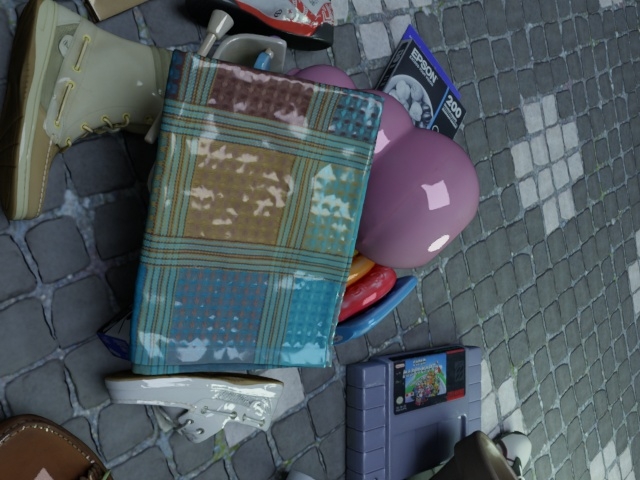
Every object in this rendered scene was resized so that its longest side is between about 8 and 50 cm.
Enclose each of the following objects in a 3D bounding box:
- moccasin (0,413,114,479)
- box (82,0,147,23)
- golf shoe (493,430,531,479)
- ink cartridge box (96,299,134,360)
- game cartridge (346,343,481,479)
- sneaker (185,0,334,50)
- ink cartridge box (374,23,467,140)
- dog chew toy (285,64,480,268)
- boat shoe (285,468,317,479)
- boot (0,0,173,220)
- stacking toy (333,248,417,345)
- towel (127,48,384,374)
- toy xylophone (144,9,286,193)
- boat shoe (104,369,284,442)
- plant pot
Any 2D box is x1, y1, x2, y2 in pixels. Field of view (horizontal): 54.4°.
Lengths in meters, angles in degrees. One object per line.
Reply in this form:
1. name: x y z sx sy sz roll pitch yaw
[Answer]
1. moccasin: -0.271 0.366 0.726 0.139 0.147 0.380 -31 110 -37
2. box: -0.258 -0.403 0.826 0.201 0.021 0.164 -41 115 -33
3. golf shoe: 0.398 0.513 1.333 0.272 0.120 0.105 -29 107 -39
4. ink cartridge box: -0.189 0.076 0.833 0.207 0.097 0.046 -44 117 -32
5. game cartridge: 0.193 0.325 1.195 0.355 0.068 0.230 0 94 -41
6. sneaker: -0.086 -0.383 0.933 0.270 0.090 0.145 -1 89 -45
7. ink cartridge box: 0.205 -0.283 1.216 0.206 0.045 0.208 42 62 -32
8. dog chew toy: 0.066 -0.118 0.892 0.332 0.206 0.206 46 56 5
9. boat shoe: 0.023 0.487 1.019 0.102 0.108 0.301 -55 129 -29
10. boot: -0.275 -0.141 0.765 0.203 0.095 0.262 12 79 -42
11. stacking toy: 0.000 0.000 0.982 0.165 0.175 0.302 -34 100 -39
12. towel: -0.073 -0.012 0.745 0.271 0.040 0.370 5 104 -28
13. toy xylophone: -0.140 -0.145 0.817 0.081 0.236 0.323 22 78 0
14. boat shoe: -0.164 0.229 0.853 0.277 0.098 0.096 16 78 -41
15. plant pot: 0.259 0.512 1.115 0.229 0.263 0.263 -33 119 9
